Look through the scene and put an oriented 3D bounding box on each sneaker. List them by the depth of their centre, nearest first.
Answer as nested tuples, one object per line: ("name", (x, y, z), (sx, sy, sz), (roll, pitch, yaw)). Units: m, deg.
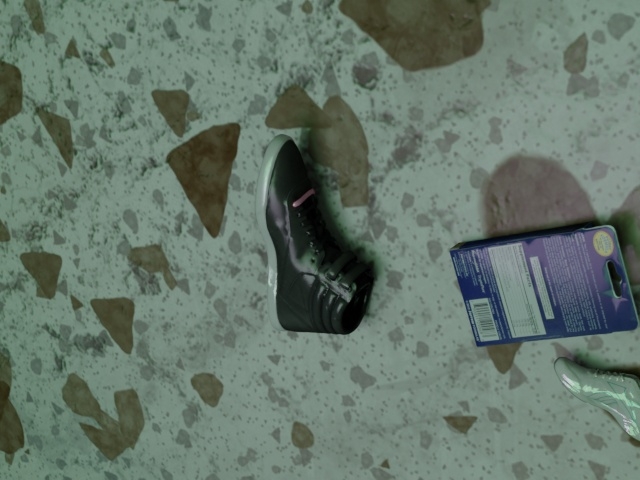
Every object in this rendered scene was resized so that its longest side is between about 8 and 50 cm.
("sneaker", (0.359, 0.182, 1.432), (0.152, 0.054, 0.061), (34, 113, 13))
("sneaker", (0.000, 0.000, 1.581), (0.147, 0.104, 0.295), (11, 118, 29))

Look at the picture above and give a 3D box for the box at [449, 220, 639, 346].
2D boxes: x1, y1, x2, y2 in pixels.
("box", (0.280, 0.055, 1.444), (0.225, 0.036, 0.136), (-9, 101, 38))
